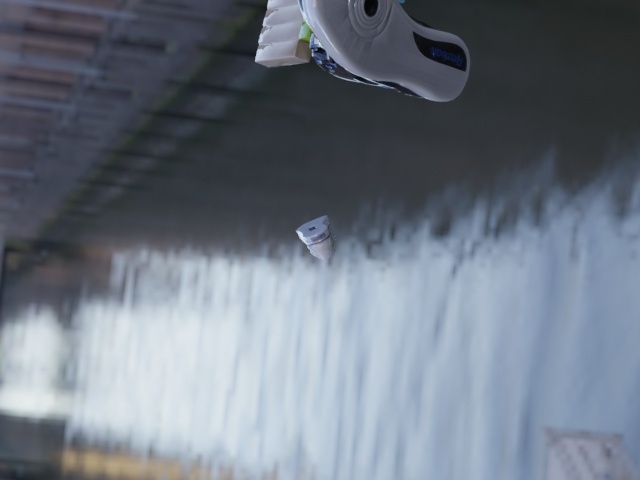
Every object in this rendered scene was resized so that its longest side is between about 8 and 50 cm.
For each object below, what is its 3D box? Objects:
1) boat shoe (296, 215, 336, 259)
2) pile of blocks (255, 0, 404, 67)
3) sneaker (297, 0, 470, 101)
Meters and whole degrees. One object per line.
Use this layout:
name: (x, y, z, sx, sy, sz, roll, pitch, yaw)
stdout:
boat shoe: (0.000, 0.000, 1.772, 0.100, 0.035, 0.035, -124, 10, -79)
pile of blocks: (0.079, -0.274, 1.864, 0.362, 0.112, 0.149, -34, 49, 45)
sneaker: (0.020, -0.172, 1.487, 0.121, 0.217, 0.079, 14, 82, 40)
